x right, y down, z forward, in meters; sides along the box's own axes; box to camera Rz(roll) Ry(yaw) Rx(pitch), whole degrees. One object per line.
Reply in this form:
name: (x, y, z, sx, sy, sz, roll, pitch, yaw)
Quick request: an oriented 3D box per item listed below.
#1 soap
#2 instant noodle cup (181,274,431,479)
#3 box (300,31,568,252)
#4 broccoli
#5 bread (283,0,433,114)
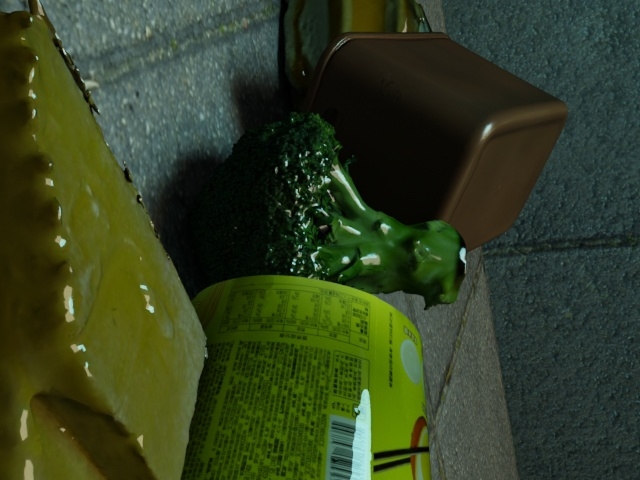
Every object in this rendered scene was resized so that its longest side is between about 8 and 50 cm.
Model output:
soap: (-0.213, 0.046, 0.479, 0.304, 0.170, 0.338, -85, 159, -54)
instant noodle cup: (-0.031, 0.185, 0.733, 0.311, 0.312, 0.221, 59, 34, -50)
box: (0.151, -0.127, 1.111, 0.339, 0.229, 0.239, -20, 137, -54)
broccoli: (0.000, 0.000, 0.917, 0.297, 0.298, 0.297, -171, -90, -78)
bread: (0.086, -0.291, 1.324, 0.341, 0.210, 0.300, 45, 46, -61)
